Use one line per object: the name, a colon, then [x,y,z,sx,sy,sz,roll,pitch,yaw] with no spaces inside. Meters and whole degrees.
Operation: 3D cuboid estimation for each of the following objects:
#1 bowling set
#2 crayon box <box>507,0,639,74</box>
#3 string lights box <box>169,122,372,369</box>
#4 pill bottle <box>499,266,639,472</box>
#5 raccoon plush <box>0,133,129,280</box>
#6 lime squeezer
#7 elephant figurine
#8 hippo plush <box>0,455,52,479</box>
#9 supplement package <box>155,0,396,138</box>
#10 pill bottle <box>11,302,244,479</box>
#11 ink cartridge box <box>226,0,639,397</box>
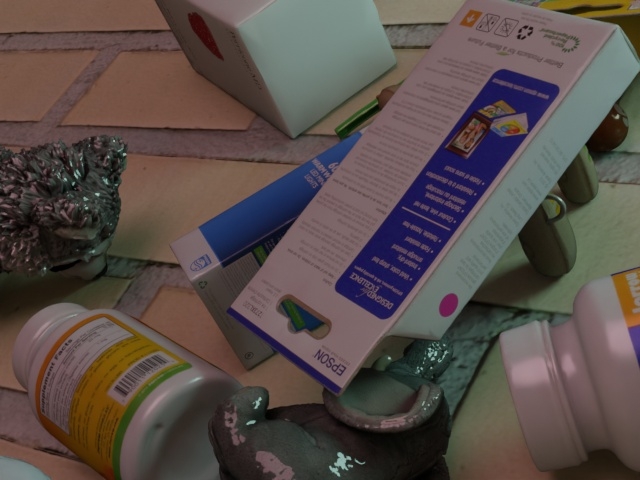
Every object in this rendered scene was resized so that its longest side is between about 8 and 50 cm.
bowling set: [0.198,-0.117,1.108,0.200,0.154,0.287,-38,40,-13]
crayon box: [0.314,-0.248,1.181,0.203,0.083,0.323,1,29,31]
string lights box: [0.000,0.000,1.106,0.260,0.133,0.077,-31,38,-6]
pill bottle: [0.279,0.086,0.835,0.272,0.152,0.152,-16,40,12]
raccoon plush: [-0.427,-0.068,1.212,0.299,0.446,0.216,-27,51,33]
lime squeezer: [0.167,-0.186,1.300,0.310,0.059,0.109,-8,72,21]
elephant figurine: [0.041,0.161,0.902,0.239,0.169,0.186,-18,66,-13]
hippo plush: [-0.270,0.291,0.851,0.234,0.236,0.294,6,49,34]
supplement package: [-0.072,-0.290,1.439,0.175,0.177,0.293,-37,39,-12]
pill bottle: [-0.186,0.144,1.049,0.136,0.136,0.246,-45,42,-21]
ink cartridge box: [0.091,-0.041,0.945,0.371,0.069,0.176,-51,40,-8]
